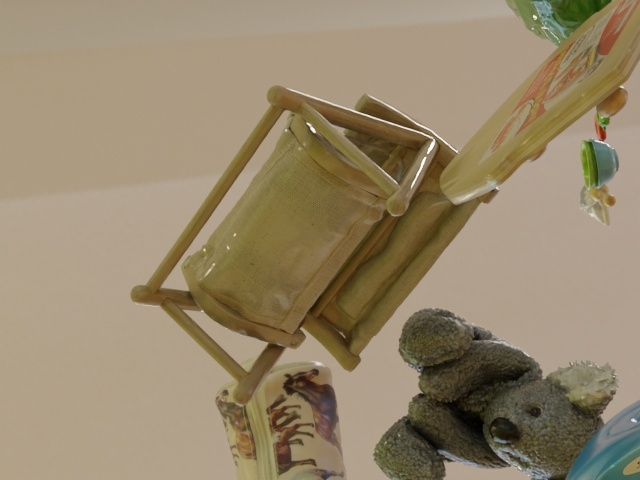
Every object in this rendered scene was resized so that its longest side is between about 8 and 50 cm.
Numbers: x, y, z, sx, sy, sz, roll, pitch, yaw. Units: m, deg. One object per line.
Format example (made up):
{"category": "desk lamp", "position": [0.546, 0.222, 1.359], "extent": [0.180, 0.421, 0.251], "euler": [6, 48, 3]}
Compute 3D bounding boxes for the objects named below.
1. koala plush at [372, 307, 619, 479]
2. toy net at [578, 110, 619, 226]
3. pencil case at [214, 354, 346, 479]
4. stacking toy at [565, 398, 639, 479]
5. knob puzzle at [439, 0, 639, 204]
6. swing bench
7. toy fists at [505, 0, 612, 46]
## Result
{"category": "koala plush", "position": [0.210, 0.187, 1.501], "extent": [0.203, 0.221, 0.196], "euler": [7, -84, -49]}
{"category": "toy net", "position": [0.374, -0.095, 1.941], "extent": [0.045, 0.122, 0.232], "euler": [-9, -23, 3]}
{"category": "pencil case", "position": [-0.034, 0.359, 1.835], "extent": [0.160, 0.410, 0.183], "euler": [-13, -15, 10]}
{"category": "stacking toy", "position": [0.310, 0.250, 0.992], "extent": [0.175, 0.166, 0.302], "euler": [-28, -93, 15]}
{"category": "knob puzzle", "position": [0.141, -0.080, 0.837], "extent": [0.030, 0.213, 0.213], "euler": [43, -85, -7]}
{"category": "swing bench", "position": [0.000, 0.000, 1.352], "extent": [0.253, 0.165, 0.255], "euler": [-53, -18, 20]}
{"category": "toy fists", "position": [0.211, -0.315, 1.562], "extent": [0.096, 0.279, 0.142], "euler": [-45, -32, 0]}
